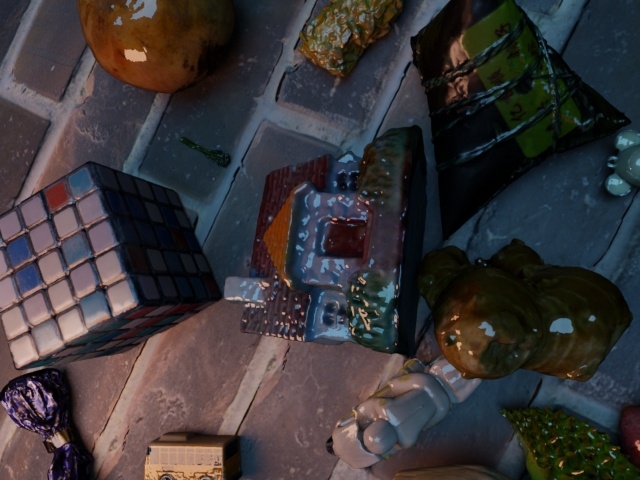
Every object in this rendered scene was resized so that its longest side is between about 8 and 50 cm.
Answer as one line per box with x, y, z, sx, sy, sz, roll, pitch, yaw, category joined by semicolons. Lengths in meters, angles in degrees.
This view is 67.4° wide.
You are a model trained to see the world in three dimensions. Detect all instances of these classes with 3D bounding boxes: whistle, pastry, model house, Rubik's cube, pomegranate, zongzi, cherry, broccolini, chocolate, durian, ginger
0.599;-0.115;0.793;0.236;0.077;0.113;9;96;11;whistle
0.066;-0.458;0.967;0.154;0.102;0.250;44;99;17;pastry
0.000;0.000;0.828;0.340;0.297;0.359;3;78;19;model house
-0.425;0.057;0.955;0.292;0.287;0.292;-30;77;10;Rubik's cube
-0.334;-0.469;0.992;0.323;0.322;0.321;-2;83;16;pomegranate
0.262;-0.204;0.827;0.383;0.319;0.362;44;95;-2;zongzi
0.545;0.358;0.730;0.107;0.090;0.225;-13;59;-24;cherry
-0.259;-0.206;1.075;0.140;0.030;0.035;31;85;21;broccolini
-0.571;0.454;1.050;0.343;0.126;0.148;57;139;12;chocolate
0.420;0.429;0.756;0.159;0.169;0.351;-17;80;-12;durian
0.310;0.102;0.743;0.358;0.274;0.152;2;109;-14;ginger

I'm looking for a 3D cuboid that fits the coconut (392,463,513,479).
0.195;0.499;0.730;0.329;0.329;0.328;-2;83;16;coconut

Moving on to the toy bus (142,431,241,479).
-0.260;0.443;0.967;0.182;0.091;0.103;-5;81;14;toy bus

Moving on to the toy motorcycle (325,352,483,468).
0.136;0.281;0.805;0.341;0.223;0.107;-36;79;7;toy motorcycle
